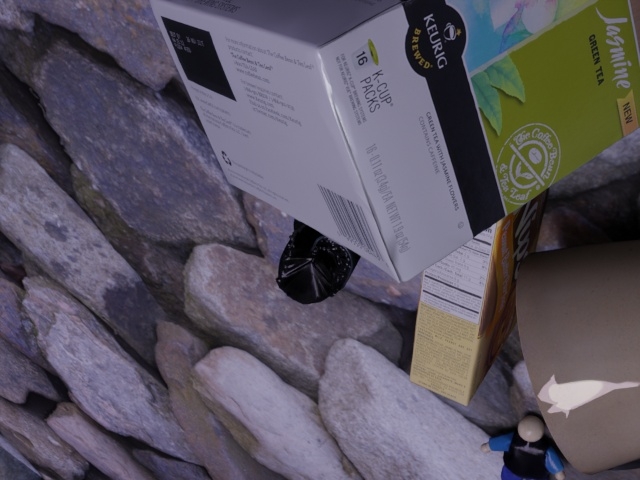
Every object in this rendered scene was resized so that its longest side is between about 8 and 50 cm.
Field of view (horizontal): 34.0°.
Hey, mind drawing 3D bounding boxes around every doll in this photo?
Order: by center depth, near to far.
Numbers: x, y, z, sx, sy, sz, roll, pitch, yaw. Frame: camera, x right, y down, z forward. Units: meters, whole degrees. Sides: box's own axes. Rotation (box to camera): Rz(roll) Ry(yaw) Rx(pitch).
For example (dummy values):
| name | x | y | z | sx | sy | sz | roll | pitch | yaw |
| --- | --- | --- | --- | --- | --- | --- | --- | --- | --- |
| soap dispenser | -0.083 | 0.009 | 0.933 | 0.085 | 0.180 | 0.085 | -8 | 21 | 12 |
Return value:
| name | x | y | z | sx | sy | sz | roll | pitch | yaw |
| --- | --- | --- | --- | --- | --- | --- | --- | --- | --- |
| doll | 0.297 | 0.325 | 1.532 | 0.129 | 0.046 | 0.189 | 20 | 137 | 21 |

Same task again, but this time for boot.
| name | x | y | z | sx | sy | sz | roll | pitch | yaw |
| --- | --- | --- | --- | --- | --- | --- | --- | --- | --- |
| boot | 0.000 | 0.000 | 1.334 | 0.094 | 0.207 | 0.246 | 47 | 141 | -8 |

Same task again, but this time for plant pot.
| name | x | y | z | sx | sy | sz | roll | pitch | yaw |
| --- | --- | --- | --- | --- | --- | --- | --- | --- | --- |
| plant pot | 0.390 | 0.099 | 1.123 | 0.274 | 0.256 | 0.256 | -19 | 115 | 28 |

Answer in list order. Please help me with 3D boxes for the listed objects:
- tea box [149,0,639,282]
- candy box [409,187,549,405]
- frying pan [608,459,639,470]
| name | x | y | z | sx | sy | sz | roll | pitch | yaw |
| --- | --- | --- | --- | --- | --- | --- | --- | --- | --- |
| tea box | 0.078 | -0.175 | 0.940 | 0.329 | 0.323 | 0.220 | 32 | 150 | 55 |
| candy box | 0.189 | 0.022 | 1.225 | 0.087 | 0.183 | 0.316 | 21 | 137 | 20 |
| frying pan | 0.504 | 0.279 | 1.323 | 0.197 | 0.053 | 0.326 | 41 | 143 | -1 |
